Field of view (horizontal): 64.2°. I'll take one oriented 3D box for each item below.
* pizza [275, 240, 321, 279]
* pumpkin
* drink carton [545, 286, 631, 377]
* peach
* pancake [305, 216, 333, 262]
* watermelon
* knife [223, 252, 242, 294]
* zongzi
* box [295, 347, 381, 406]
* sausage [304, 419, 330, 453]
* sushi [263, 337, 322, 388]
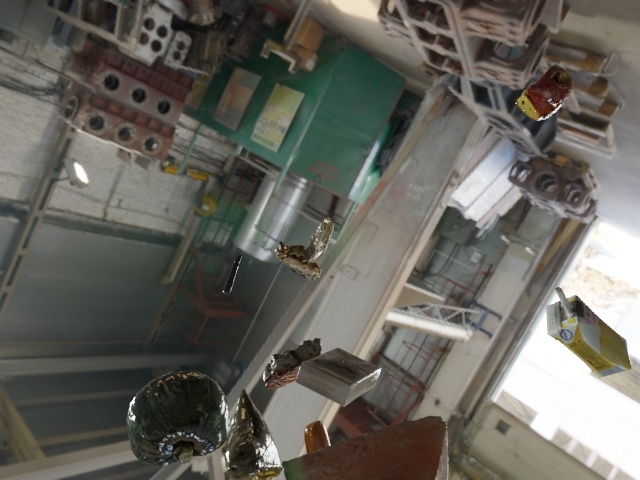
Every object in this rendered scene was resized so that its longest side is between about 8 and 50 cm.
[{"bbox_3d":[-0.079,0.046,1.600,0.154,0.069,0.194,47,-173,24],"label":"pizza"},{"bbox_3d":[-0.422,0.503,1.508,0.293,0.196,0.263,-12,-161,-21],"label":"pumpkin"},{"bbox_3d":[0.437,0.150,0.865,0.200,0.074,0.084,38,-133,-15],"label":"drink carton"},{"bbox_3d":[0.555,-0.356,1.274,0.092,0.127,0.172,46,168,7],"label":"peach"},{"bbox_3d":[-0.001,0.000,1.493,0.025,0.151,0.151,26,-173,-16],"label":"pancake"},{"bbox_3d":[0.093,0.454,0.911,0.250,0.292,0.283,-5,-154,-40],"label":"watermelon"},{"bbox_3d":[-0.227,0.085,1.322,0.018,0.121,0.031,17,161,-7],"label":"knife"},{"bbox_3d":[-0.304,0.766,2.031,0.356,0.174,0.392,67,-179,-66],"label":"zongzi"},{"bbox_3d":[0.054,0.366,1.393,0.150,0.067,0.233,18,-174,26],"label":"box"},{"bbox_3d":[-0.004,0.765,1.827,0.098,0.238,0.098,-11,-179,0],"label":"sausage"},{"bbox_3d":[-0.117,0.545,2.280,0.332,0.124,0.130,-17,-137,-31],"label":"sushi"}]
